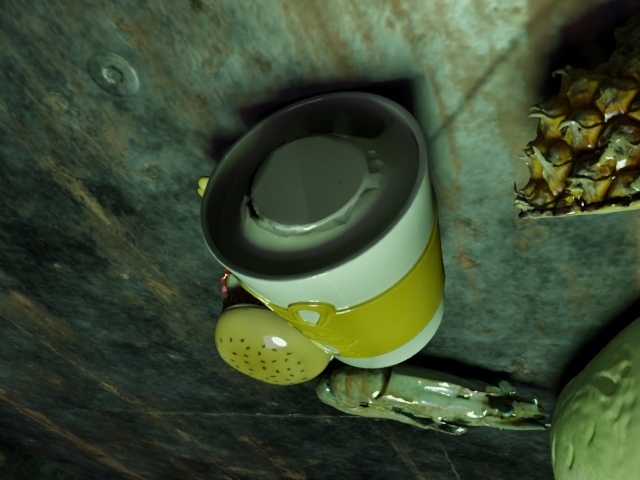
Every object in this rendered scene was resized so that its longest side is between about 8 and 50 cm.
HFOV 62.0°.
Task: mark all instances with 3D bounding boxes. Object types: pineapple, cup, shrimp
[{"bbox_3d":[0.218,-0.089,0.350,0.175,0.137,0.161,-6,179,41],"label":"pineapple"},{"bbox_3d":[0.000,0.000,0.493,0.241,0.186,0.226,13,152,32],"label":"cup"},{"bbox_3d":[0.167,0.258,0.837,0.359,0.085,0.247,-1,149,23],"label":"shrimp"}]

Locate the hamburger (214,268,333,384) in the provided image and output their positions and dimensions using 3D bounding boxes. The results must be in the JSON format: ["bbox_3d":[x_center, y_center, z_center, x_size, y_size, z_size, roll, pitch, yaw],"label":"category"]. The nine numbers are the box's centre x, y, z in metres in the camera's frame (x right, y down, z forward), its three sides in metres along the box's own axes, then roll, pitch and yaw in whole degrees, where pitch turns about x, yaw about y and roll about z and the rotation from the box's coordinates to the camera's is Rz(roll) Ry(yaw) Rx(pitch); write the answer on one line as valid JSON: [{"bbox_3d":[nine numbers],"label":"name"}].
[{"bbox_3d":[-0.052,0.100,0.648,0.175,0.137,0.175,10,144,7],"label":"hamburger"}]

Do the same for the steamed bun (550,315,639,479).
[{"bbox_3d":[0.466,0.282,0.598,0.370,0.290,0.456,2,141,15],"label":"steamed bun"}]
